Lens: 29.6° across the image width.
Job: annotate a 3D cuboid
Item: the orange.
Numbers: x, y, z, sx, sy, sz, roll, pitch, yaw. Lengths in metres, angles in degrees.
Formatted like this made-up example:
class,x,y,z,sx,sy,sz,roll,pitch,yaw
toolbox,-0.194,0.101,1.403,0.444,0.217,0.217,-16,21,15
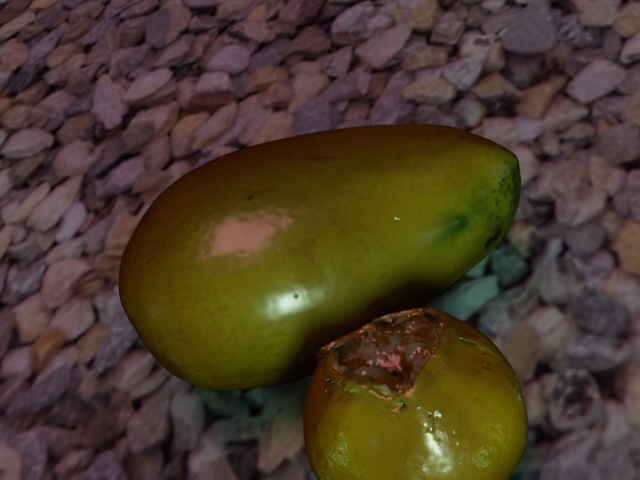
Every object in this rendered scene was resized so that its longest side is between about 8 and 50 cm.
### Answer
class,x,y,z,sx,sy,sz,roll,pitch,yaw
orange,0.062,0.117,0.818,0.154,0.134,0.155,-8,48,8

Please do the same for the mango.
class,x,y,z,sx,sy,sz,roll,pitch,yaw
mango,0.000,0.000,0.936,0.317,0.173,0.211,-21,17,-7
